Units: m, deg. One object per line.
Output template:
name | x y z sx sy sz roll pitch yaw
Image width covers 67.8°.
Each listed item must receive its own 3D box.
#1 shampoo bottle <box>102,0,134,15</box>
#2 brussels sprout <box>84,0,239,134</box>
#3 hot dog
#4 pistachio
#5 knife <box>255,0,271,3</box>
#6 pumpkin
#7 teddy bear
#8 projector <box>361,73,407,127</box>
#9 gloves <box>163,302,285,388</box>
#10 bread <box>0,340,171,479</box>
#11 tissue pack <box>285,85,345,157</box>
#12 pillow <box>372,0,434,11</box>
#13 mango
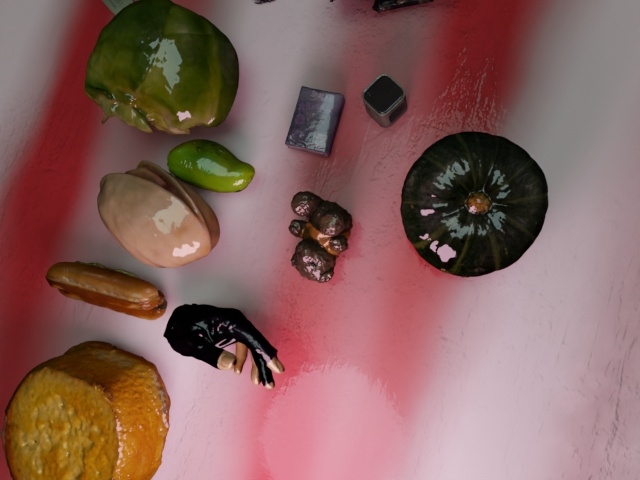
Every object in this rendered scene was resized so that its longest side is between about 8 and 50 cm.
shampoo bottle | -0.601 -0.710 1.364 0.072 0.049 0.212 -45 75 9
brussels sprout | -0.382 -0.414 1.172 0.371 0.276 0.315 3 97 20
hot dog | -0.546 0.113 1.211 0.337 0.135 0.100 13 64 14
pistachio | -0.377 -0.057 1.134 0.309 0.230 0.230 42 93 13
knife | -0.128 -0.814 1.272 0.089 0.043 0.366 8 84 13
pumpkin | 0.312 -0.073 0.998 0.300 0.207 0.300 0 92 2
teddy bear | 0.000 0.000 1.105 0.177 0.140 0.190 28 98 41
projector | 0.152 -0.328 1.125 0.083 0.082 0.083 -43 75 5
gloves | -0.214 0.234 1.082 0.301 0.197 0.152 31 101 16
bread | -0.551 0.438 1.127 0.397 0.215 0.399 -1 86 17
tissue pack | -0.012 -0.293 1.176 0.112 0.051 0.156 15 86 12
pillow | 0.198 -0.608 1.168 0.150 0.048 0.091 -6 87 9
mango | -0.269 -0.187 1.192 0.232 0.111 0.126 11 90 13
